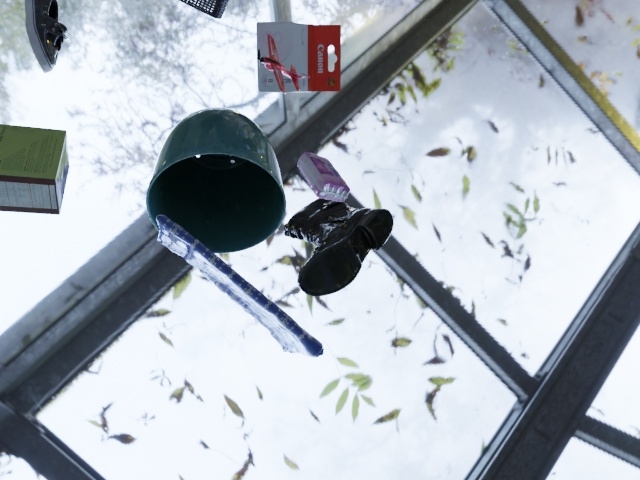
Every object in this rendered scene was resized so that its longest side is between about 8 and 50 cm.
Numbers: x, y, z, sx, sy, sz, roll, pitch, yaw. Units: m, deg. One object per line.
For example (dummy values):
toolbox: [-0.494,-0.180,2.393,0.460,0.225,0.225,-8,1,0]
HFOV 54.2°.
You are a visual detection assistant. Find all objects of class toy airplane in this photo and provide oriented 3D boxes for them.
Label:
toy airplane: [-0.084,-0.376,1.367,0.028,0.151,0.151,-28,-131,36]

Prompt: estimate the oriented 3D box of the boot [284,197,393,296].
boot: [0.000,0.000,1.261,0.263,0.091,0.229,-39,-148,-27]

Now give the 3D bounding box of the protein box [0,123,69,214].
protein box: [-0.786,-0.188,1.652,0.201,0.136,0.200,3,-133,-15]

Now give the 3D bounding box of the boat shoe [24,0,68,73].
boat shoe: [-0.592,-0.457,1.368,0.076,0.080,0.229,-18,-126,-8]

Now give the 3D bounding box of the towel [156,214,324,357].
towel: [-0.147,0.086,1.067,0.336,0.243,0.040,41,-103,-7]

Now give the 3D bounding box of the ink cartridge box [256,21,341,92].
ink cartridge box: [-0.060,-0.509,1.743,0.232,0.189,0.066,1,-165,4]

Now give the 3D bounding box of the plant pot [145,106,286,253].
plant pot: [-0.228,-0.154,1.391,0.292,0.293,0.235,-6,-133,-2]

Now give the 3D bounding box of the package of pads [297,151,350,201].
package of pads: [0.003,-0.092,0.910,0.050,0.032,0.083,13,-148,-38]

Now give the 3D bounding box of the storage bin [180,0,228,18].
storage bin: [-0.297,-0.617,1.482,0.180,0.084,0.122,23,-145,-15]
